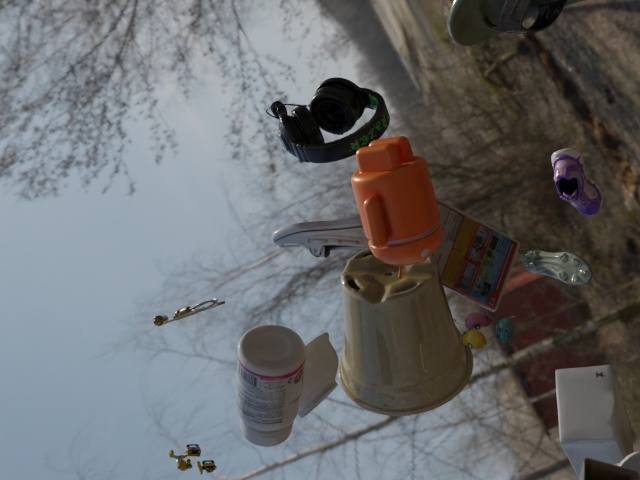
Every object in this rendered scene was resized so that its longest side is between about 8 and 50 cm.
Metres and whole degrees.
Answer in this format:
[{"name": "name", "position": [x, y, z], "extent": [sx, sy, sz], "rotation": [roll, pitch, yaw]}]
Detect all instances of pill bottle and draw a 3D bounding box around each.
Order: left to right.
[{"name": "pill bottle", "position": [-0.124, 0.356, 1.880], "extent": [0.160, 0.160, 0.283], "rotation": [-104, 16, -51]}]

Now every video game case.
[{"name": "video game case", "position": [0.358, 0.031, 1.993], "extent": [0.285, 0.204, 0.025], "rotation": [27, 161, -8]}]

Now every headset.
[{"name": "headset", "position": [0.005, -0.277, 1.920], "extent": [0.394, 0.243, 0.185], "rotation": [27, 150, 46]}]

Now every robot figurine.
[{"name": "robot figurine", "position": [0.126, -0.055, 1.254], "extent": [0.158, 0.128, 0.219], "rotation": [-110, 4, -75]}]

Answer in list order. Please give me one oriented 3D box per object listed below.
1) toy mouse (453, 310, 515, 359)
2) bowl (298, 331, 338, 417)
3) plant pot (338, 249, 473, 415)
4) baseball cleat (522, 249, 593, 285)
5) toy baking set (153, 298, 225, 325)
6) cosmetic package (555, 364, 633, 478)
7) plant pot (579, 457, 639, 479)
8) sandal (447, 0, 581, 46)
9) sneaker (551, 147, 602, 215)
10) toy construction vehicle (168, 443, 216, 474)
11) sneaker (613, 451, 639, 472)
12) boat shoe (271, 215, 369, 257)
[{"name": "toy mouse", "position": [0.356, 0.178, 1.640], "extent": [0.161, 0.143, 0.031], "rotation": [31, 139, 57]}, {"name": "bowl", "position": [-0.046, 0.407, 2.200], "extent": [0.134, 0.298, 0.298], "rotation": [48, -172, 11]}, {"name": "plant pot", "position": [0.181, 0.185, 1.841], "extent": [0.334, 0.334, 0.305], "rotation": [-101, -2, -57]}, {"name": "baseball cleat", "position": [0.563, 0.059, 1.787], "extent": [0.109, 0.072, 0.206], "rotation": [9, -173, -31]}, {"name": "toy baking set", "position": [-0.367, 0.194, 2.144], "extent": [0.256, 0.197, 0.030], "rotation": [48, -157, -87]}, {"name": "cosmetic package", "position": [0.826, 0.573, 2.316], "extent": [0.453, 0.162, 0.230], "rotation": [54, -145, -47]}, {"name": "plant pot", "position": [0.555, 0.508, 1.523], "extent": [0.096, 0.109, 0.109], "rotation": [95, -169, -49]}, {"name": "sandal", "position": [0.330, -0.373, 1.192], "extent": [0.120, 0.303, 0.086], "rotation": [39, -132, -41]}, {"name": "sneaker", "position": [0.691, -0.137, 2.110], "extent": [0.236, 0.095, 0.104], "rotation": [48, -137, -34]}, {"name": "toy construction vehicle", "position": [-0.315, 0.541, 1.903], "extent": [0.098, 0.035, 0.086], "rotation": [6, -154, -33]}, {"name": "sneaker", "position": [0.720, 0.544, 1.857], "extent": [0.051, 0.134, 0.070], "rotation": [28, -161, -2]}, {"name": "boat shoe", "position": [0.000, 0.000, 1.637], "extent": [0.083, 0.226, 0.075], "rotation": [16, -113, -62]}]
